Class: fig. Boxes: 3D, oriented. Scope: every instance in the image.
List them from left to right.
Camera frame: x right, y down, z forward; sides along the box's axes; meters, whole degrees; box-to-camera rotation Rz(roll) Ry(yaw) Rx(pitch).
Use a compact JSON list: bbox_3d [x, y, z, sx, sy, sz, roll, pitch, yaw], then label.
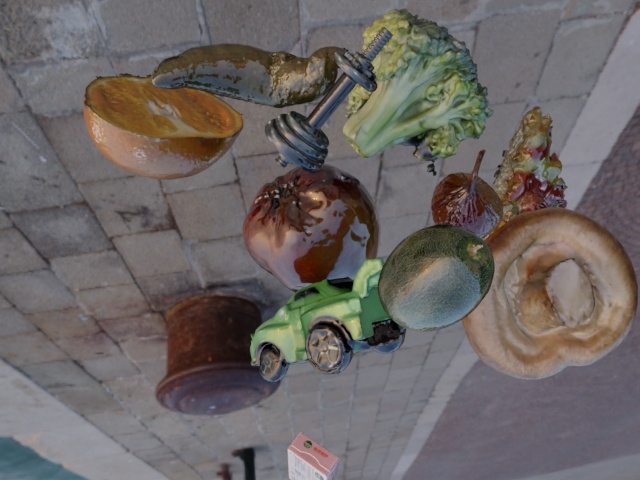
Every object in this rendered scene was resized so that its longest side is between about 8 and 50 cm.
[{"bbox_3d":[0.291,-0.081,1.009,0.134,0.146,0.201,-52,168,-13],"label":"fig"}]

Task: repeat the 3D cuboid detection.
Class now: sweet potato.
[{"bbox_3d":[-0.101,-0.261,0.823,0.309,0.098,0.124,-2,-173,-10],"label":"sweet potato"}]

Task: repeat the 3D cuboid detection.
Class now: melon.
[{"bbox_3d":[0.133,0.042,0.608,0.114,0.114,0.167,6,150,-23],"label":"melon"}]

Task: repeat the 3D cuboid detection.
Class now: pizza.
[{"bbox_3d":[0.534,-0.128,1.334,0.439,0.130,0.406,-26,125,-35],"label":"pizza"}]

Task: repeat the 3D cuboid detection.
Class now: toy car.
[{"bbox_3d":[0.026,0.154,1.006,0.358,0.177,0.213,-20,169,39],"label":"toy car"}]

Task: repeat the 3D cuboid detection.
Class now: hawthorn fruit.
[{"bbox_3d":[-0.006,-0.013,1.186,0.308,0.308,0.325,-32,108,28],"label":"hawthorn fruit"}]

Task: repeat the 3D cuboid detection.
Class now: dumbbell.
[{"bbox_3d":[0.016,-0.206,0.778,0.110,0.110,0.254,23,120,-40],"label":"dumbbell"}]

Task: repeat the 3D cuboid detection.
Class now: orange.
[{"bbox_3d":[-0.325,-0.254,1.111,0.310,0.274,0.274,-39,152,-21],"label":"orange"}]

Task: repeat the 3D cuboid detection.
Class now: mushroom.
[{"bbox_3d":[0.356,0.088,0.822,0.278,0.278,0.146,-11,-179,-1],"label":"mushroom"}]

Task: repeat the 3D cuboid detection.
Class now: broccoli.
[{"bbox_3d":[0.175,-0.277,1.058,0.281,0.293,0.348,-41,170,1],"label":"broccoli"}]

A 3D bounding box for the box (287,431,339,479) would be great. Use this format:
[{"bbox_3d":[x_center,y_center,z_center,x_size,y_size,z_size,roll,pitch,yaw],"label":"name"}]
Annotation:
[{"bbox_3d":[-0.014,0.421,0.967,0.043,0.089,0.125,-43,150,-37],"label":"box"}]
